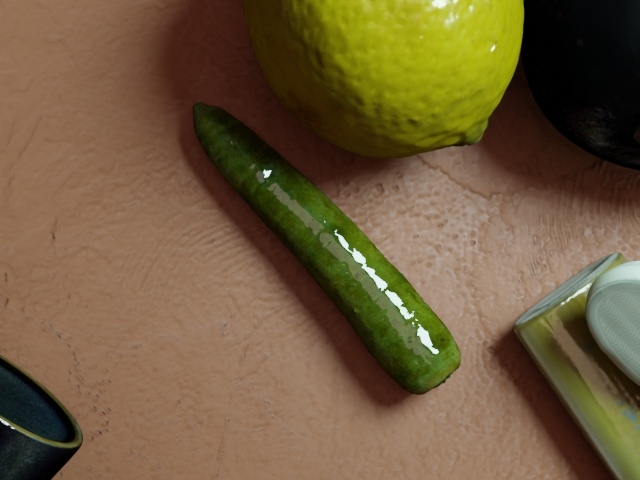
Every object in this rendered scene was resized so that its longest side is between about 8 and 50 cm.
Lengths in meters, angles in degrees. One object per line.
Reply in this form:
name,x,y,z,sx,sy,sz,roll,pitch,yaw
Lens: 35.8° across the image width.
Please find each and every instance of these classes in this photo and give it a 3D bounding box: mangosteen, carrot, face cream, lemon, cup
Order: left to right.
cup,-0.347,0.183,0.891,0.177,0.239,0.166,-52,132,-1
carrot,0.000,0.000,0.951,0.074,0.074,0.358,-41,86,-6
lemon,0.055,-0.207,0.881,0.267,0.267,0.267,0,85,-4
face cream,0.316,0.163,0.954,0.139,0.067,0.285,-33,88,-16
mangosteen,0.324,-0.213,0.918,0.275,0.275,0.302,14,51,-3

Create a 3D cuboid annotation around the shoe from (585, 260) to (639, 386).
shoe,0.403,0.095,0.915,0.363,0.132,0.160,33,44,-12
